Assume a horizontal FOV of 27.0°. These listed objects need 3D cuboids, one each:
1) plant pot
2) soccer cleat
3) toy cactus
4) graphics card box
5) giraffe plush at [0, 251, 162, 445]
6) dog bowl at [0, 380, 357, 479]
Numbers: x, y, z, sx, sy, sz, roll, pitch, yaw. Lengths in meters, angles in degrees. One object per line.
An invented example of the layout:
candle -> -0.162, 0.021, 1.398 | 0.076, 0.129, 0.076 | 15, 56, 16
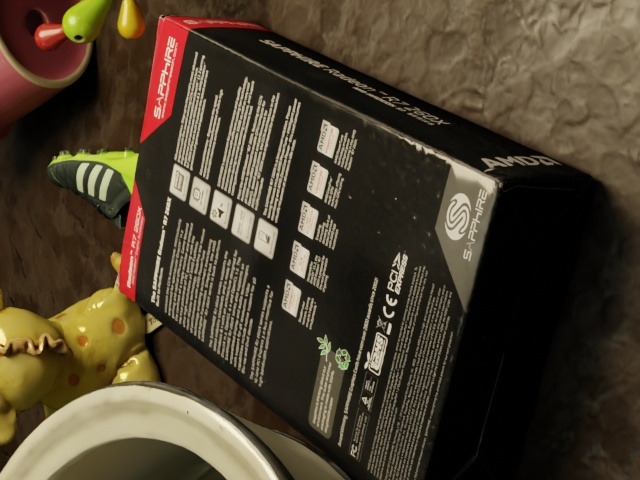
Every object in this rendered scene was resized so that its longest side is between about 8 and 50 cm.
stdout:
plant pot -> -0.319, -0.185, 1.239 | 0.180, 0.201, 0.201 | -10, 85, 34
soccer cleat -> -0.186, -0.046, 1.179 | 0.179, 0.060, 0.072 | 2, 96, 47
toy cactus -> -0.122, -0.236, 1.017 | 0.180, 0.219, 0.112 | -5, 133, 46
graphics card box -> 0.000, 0.000, 0.931 | 0.371, 0.094, 0.233 | 31, 116, 46
giraffe plush -> -0.238, 0.113, 1.165 | 0.181, 0.170, 0.210 | 57, 132, 31
dog bowl -> -0.082, 0.304, 0.900 | 0.408, 0.150, 0.408 | -10, 75, 42
